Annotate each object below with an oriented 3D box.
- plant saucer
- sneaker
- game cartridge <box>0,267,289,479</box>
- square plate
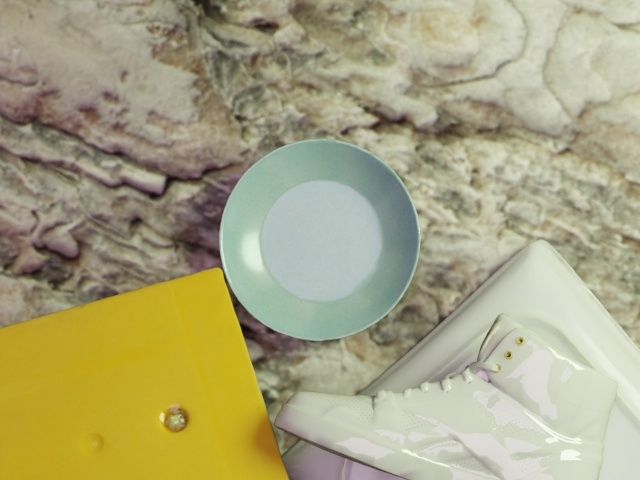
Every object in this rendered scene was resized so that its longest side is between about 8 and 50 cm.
[{"bbox_3d":[0.000,0.000,1.483,0.195,0.037,0.195,0,86,5],"label":"plant saucer"},{"bbox_3d":[0.117,0.140,1.376,0.293,0.108,0.169,15,84,4],"label":"sneaker"},{"bbox_3d":[-0.205,0.194,1.397,0.324,0.052,0.285,-16,63,-7],"label":"game cartridge"},{"bbox_3d":[0.185,0.231,1.422,0.347,0.049,0.344,-41,76,4],"label":"square plate"}]
